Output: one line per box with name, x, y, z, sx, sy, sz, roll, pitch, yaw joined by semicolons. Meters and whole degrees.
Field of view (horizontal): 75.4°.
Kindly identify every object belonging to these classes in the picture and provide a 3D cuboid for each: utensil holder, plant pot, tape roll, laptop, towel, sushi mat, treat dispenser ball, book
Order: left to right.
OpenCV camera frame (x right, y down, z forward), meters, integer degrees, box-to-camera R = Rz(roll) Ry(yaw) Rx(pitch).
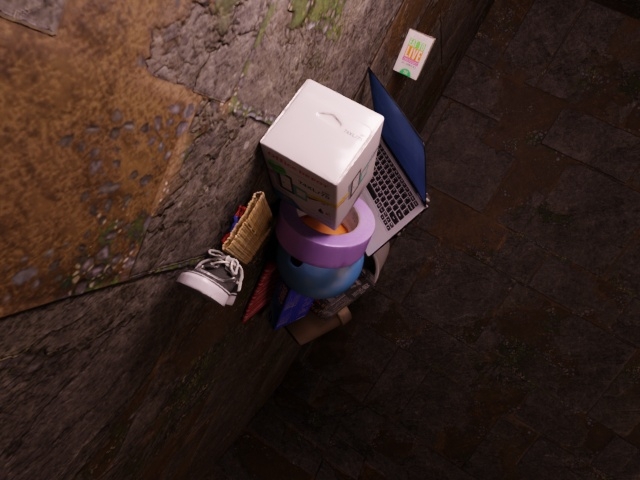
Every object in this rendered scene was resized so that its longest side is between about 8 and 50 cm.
sushi mat;-0.170;-0.019;1.031;0.151;0.019;0.316;-59;177;-9
towel;-0.187;0.156;1.502;0.274;0.031;0.199;-64;168;24
plant pot;-0.054;0.350;2.028;0.280;0.323;0.323;-39;164;-15
treat dispenser ball;-0.001;0.048;1.361;0.288;0.288;0.288;-56;169;-17
tape roll;0.013;-0.049;1.186;0.275;0.275;0.090;-48;161;-46
utensil holder;0.205;0.081;2.321;0.327;0.328;0.385;-64;170;24
laptop;0.154;-0.233;1.305;0.236;0.382;0.408;18;129;-42
book;0.332;-0.662;1.475;0.035;0.096;0.144;-48;163;-49

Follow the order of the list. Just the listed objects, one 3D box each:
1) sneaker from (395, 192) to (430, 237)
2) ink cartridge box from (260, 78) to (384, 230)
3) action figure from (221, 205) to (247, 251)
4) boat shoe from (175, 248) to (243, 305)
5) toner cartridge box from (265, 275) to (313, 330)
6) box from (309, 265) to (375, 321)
sneaker;0.174;-0.151;1.523;0.169;0.447;0.257;31;98;-36
ink cartridge box;0.007;-0.191;0.989;0.197;0.198;0.270;-56;168;-15
action figure;-0.200;-0.024;0.960;0.115;0.030;0.038;-59;173;10
boat shoe;-0.223;0.082;0.917;0.306;0.113;0.104;81;34;-78
toner cartridge box;-0.102;0.220;1.612;0.165;0.075;0.347;-20;153;-30
box;0.041;0.183;1.777;0.307;0.242;0.076;-42;-162;24
